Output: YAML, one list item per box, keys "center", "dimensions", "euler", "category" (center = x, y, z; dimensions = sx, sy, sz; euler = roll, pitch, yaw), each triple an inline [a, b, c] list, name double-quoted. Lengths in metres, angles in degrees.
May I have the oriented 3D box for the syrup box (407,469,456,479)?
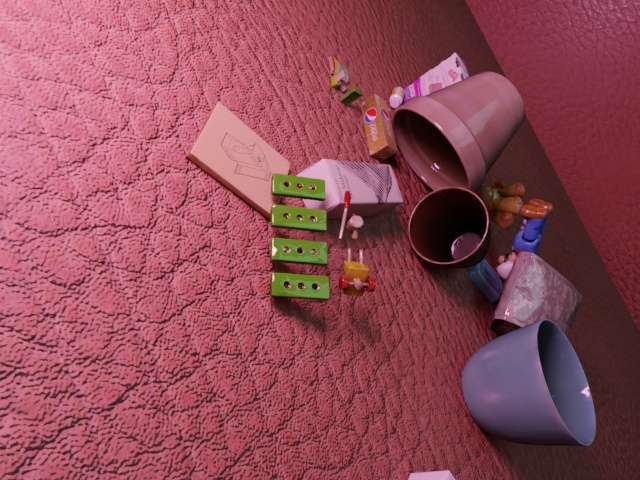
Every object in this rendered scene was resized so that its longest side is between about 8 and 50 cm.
- center: [0.255, 0.567, 0.906]
  dimensions: [0.237, 0.093, 0.096]
  euler: [57, 38, -7]
  category: "syrup box"

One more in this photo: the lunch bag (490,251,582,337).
- center: [0.646, 0.198, 1.464]
  dimensions: [0.287, 0.168, 0.235]
  euler: [39, 71, -29]
  category: "lunch bag"

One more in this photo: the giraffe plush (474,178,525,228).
- center: [0.566, -0.151, 1.628]
  dimensions: [0.170, 0.210, 0.182]
  euler: [24, 76, -32]
  category: "giraffe plush"

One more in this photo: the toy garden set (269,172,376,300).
- center: [0.000, 0.000, 0.925]
  dimensions: [0.203, 0.049, 0.245]
  euler: [5, 68, -17]
  category: "toy garden set"

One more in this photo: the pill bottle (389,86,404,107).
- center: [0.251, -0.470, 1.562]
  dimensions: [0.043, 0.043, 0.083]
  euler: [45, 41, -21]
  category: "pill bottle"

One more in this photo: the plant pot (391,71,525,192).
- center: [0.408, -0.322, 1.349]
  dimensions: [0.280, 0.323, 0.323]
  euler: [-39, 103, -7]
  category: "plant pot"

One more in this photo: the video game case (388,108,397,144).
- center: [0.232, -0.357, 1.499]
  dimensions: [0.122, 0.011, 0.087]
  euler: [52, 40, -14]
  category: "video game case"

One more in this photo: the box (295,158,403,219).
- center: [0.076, -0.117, 1.109]
  dimensions: [0.275, 0.094, 0.113]
  euler: [-9, 76, -51]
  category: "box"

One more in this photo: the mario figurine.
- center: [0.668, 0.021, 1.611]
  dimensions: [0.197, 0.321, 0.170]
  euler: [-4, 27, -16]
  category: "mario figurine"

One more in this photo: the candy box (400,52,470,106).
- center: [0.377, -0.475, 1.554]
  dimensions: [0.071, 0.233, 0.159]
  euler: [17, 56, -42]
  category: "candy box"

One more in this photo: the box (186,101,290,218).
- center: [-0.151, -0.158, 0.933]
  dimensions: [0.201, 0.021, 0.165]
  euler: [38, 44, -28]
  category: "box"

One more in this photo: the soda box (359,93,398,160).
- center: [0.167, -0.325, 1.364]
  dimensions: [0.058, 0.061, 0.182]
  euler: [15, 58, -45]
  category: "soda box"

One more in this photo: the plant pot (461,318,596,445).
- center: [0.505, 0.370, 1.196]
  dimensions: [0.292, 0.235, 0.293]
  euler: [26, 51, -37]
  category: "plant pot"

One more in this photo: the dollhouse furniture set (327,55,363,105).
- center: [0.072, -0.463, 1.340]
  dimensions: [0.076, 0.058, 0.152]
  euler: [16, 57, -44]
  category: "dollhouse furniture set"

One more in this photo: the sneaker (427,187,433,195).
- center: [0.392, -0.180, 1.525]
  dimensions: [0.087, 0.083, 0.222]
  euler: [27, 53, -47]
  category: "sneaker"

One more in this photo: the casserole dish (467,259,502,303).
- center: [0.542, 0.123, 1.548]
  dimensions: [0.188, 0.037, 0.114]
  euler: [44, 41, -21]
  category: "casserole dish"

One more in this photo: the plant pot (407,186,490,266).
- center: [0.389, -0.008, 1.339]
  dimensions: [0.230, 0.215, 0.216]
  euler: [30, 46, -54]
  category: "plant pot"
